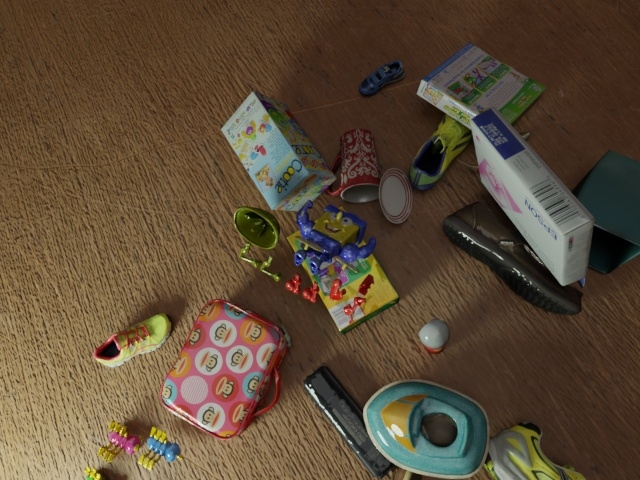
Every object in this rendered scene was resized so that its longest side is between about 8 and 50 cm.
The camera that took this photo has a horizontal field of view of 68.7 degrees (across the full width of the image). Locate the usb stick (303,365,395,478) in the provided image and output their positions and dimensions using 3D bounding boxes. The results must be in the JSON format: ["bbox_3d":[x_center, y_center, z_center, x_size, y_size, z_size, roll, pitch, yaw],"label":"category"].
[{"bbox_3d":[0.067,0.416,1.089,0.077,0.045,0.278,-39,71,-9],"label":"usb stick"}]

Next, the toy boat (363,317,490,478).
[{"bbox_3d":[0.232,0.335,1.020,0.268,0.148,0.318,5,66,17],"label":"toy boat"}]

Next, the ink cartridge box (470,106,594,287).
[{"bbox_3d":[0.443,-0.071,1.001,0.072,0.330,0.324,-29,54,8],"label":"ink cartridge box"}]

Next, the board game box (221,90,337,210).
[{"bbox_3d":[-0.109,-0.227,1.225,0.144,0.142,0.275,-41,71,25],"label":"board game box"}]

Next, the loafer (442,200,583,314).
[{"bbox_3d":[0.467,0.028,1.104,0.366,0.134,0.130,41,83,16],"label":"loafer"}]

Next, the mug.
[{"bbox_3d":[0.085,-0.197,1.233,0.150,0.113,0.169,-5,70,4],"label":"mug"}]

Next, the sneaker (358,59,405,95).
[{"bbox_3d":[0.171,-0.463,1.322,0.144,0.059,0.053,-30,75,-1],"label":"sneaker"}]

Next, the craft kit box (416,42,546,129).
[{"bbox_3d":[0.423,-0.393,1.227,0.247,0.061,0.250,38,60,18],"label":"craft kit box"}]

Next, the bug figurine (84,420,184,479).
[{"bbox_3d":[-0.451,0.557,1.107,0.216,0.072,0.278,22,83,19],"label":"bug figurine"}]

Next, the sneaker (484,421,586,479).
[{"bbox_3d":[0.503,0.551,0.948,0.147,0.145,0.384,-39,74,-3],"label":"sneaker"}]

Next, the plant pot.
[{"bbox_3d":[0.667,-0.080,1.101,0.166,0.165,0.234,27,70,14],"label":"plant pot"}]

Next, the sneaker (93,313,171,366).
[{"bbox_3d":[-0.475,0.253,1.184,0.209,0.094,0.081,-34,71,-4],"label":"sneaker"}]

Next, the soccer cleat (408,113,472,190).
[{"bbox_3d":[0.325,-0.257,1.210,0.093,0.121,0.289,31,79,15],"label":"soccer cleat"}]

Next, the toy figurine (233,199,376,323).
[{"bbox_3d":[0.000,0.000,1.115,0.363,0.191,0.217,27,49,22],"label":"toy figurine"}]

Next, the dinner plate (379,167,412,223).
[{"bbox_3d":[0.189,-0.114,1.195,0.017,0.141,0.141,-3,70,44],"label":"dinner plate"}]

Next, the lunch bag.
[{"bbox_3d":[-0.209,0.310,1.120,0.258,0.120,0.293,25,78,13],"label":"lunch bag"}]

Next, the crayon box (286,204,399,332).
[{"bbox_3d":[0.055,0.071,1.174,0.165,0.081,0.278,-30,73,-2],"label":"crayon box"}]

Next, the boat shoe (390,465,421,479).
[{"bbox_3d":[0.165,0.581,1.031,0.060,0.064,0.177,7,67,47],"label":"boat shoe"}]

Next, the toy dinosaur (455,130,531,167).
[{"bbox_3d":[0.470,-0.209,1.220,0.212,0.064,0.112,-30,57,-12],"label":"toy dinosaur"}]
